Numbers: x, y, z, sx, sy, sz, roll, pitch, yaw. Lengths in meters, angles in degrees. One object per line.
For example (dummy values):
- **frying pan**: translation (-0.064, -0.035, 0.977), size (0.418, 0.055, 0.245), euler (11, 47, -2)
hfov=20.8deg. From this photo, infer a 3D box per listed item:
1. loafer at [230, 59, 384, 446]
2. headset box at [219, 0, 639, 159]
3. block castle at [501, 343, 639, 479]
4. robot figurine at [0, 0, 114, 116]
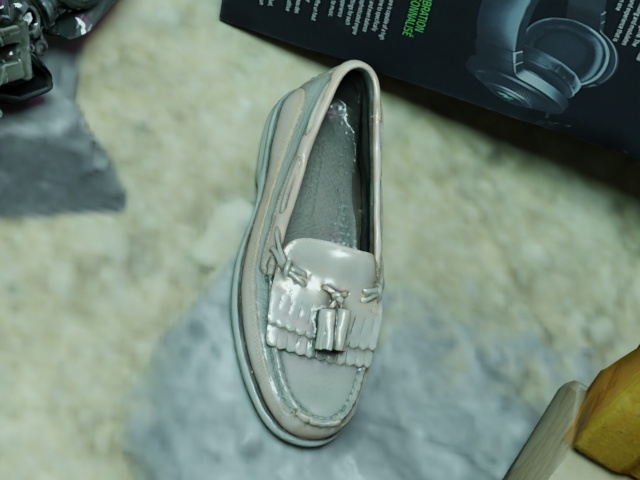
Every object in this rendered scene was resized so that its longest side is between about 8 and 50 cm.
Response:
- **loafer**: translation (0.000, 0.000, 0.541), size (0.045, 0.039, 0.125), euler (15, 58, -23)
- **headset box**: translation (0.142, -0.153, 0.596), size (0.283, 0.131, 0.246), euler (20, 55, 4)
- **block castle**: translation (0.128, 0.199, 0.348), size (0.213, 0.303, 0.453), euler (30, 54, -5)
- **robot figurine**: translation (-0.154, -0.110, 0.445), size (0.291, 0.085, 0.211), euler (-38, 130, -44)
